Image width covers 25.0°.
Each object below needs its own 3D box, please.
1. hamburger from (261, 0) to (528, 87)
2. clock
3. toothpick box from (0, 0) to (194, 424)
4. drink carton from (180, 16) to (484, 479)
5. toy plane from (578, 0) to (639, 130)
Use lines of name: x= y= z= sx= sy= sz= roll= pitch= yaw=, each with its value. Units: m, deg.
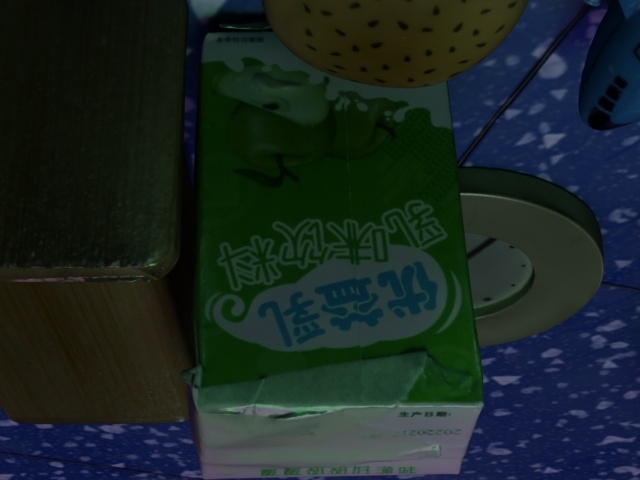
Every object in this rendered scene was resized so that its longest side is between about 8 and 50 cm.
hamburger: x=0.040 y=-0.155 z=0.741 sx=0.175 sy=0.137 sz=0.175 roll=-3 pitch=149 yaw=-2
clock: x=0.101 y=0.018 z=1.123 sx=0.235 sy=0.029 sz=0.235 roll=1 pitch=147 yaw=1
toothpick box: x=-0.165 y=0.000 z=0.955 sx=0.187 sy=0.190 sz=0.308 roll=-2 pitch=153 yaw=1
drink carton: x=0.000 y=0.000 z=0.859 sx=0.161 sy=0.271 sz=0.108 roll=-1 pitch=148 yaw=-3
toy plane: x=0.211 y=-0.158 z=0.768 sx=0.254 sy=0.105 sz=0.271 roll=13 pitch=146 yaw=-20
